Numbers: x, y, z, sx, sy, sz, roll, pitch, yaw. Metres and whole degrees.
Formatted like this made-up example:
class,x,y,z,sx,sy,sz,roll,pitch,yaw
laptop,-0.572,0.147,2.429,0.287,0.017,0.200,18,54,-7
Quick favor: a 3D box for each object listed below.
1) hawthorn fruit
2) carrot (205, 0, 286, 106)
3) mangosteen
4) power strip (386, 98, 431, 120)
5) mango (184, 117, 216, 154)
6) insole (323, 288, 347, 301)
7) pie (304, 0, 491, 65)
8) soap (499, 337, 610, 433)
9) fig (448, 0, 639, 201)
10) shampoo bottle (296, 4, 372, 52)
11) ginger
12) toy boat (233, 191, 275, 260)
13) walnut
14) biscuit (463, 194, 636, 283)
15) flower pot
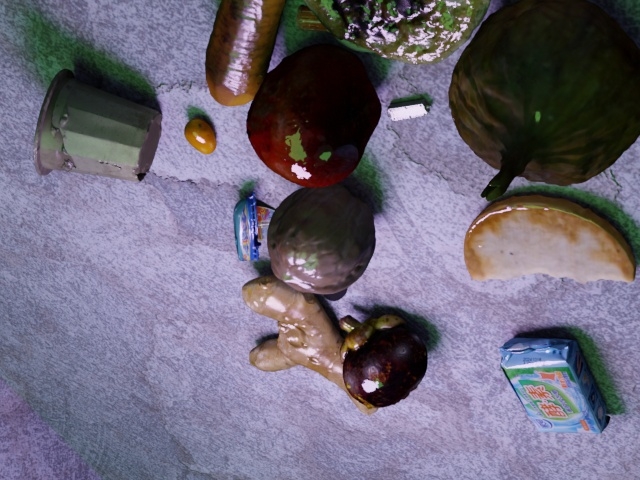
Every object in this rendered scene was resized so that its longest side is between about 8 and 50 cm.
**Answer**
class,x,y,z,sx,sy,sz,roll,pitch,yaw
hawthorn fruit,-0.027,-0.197,1.578,0.210,0.230,0.266,20,166,-33
carrot,-0.120,-0.347,1.541,0.114,0.114,0.302,26,140,3
mangosteen,0.120,0.244,2.027,0.217,0.192,0.192,51,141,4
power strip,0.150,-0.220,1.598,0.083,0.017,0.027,-5,133,35
mango,-0.230,-0.198,1.834,0.060,0.046,0.089,13,153,22
insole,0.037,0.088,2.032,0.053,0.002,0.153,24,142,6
pie,0.088,-0.382,1.344,0.323,0.071,0.323,17,136,17
soap,0.478,0.297,1.942,0.156,0.077,0.293,-7,130,36
fig,0.283,-0.162,1.315,0.286,0.369,0.286,24,140,22
shampoo bottle,0.069,-0.341,1.481,0.220,0.051,0.108,10,142,22
ginger,-0.007,0.228,2.147,0.348,0.122,0.363,16,135,12
toy boat,-0.123,-0.037,1.940,0.110,0.091,0.175,-8,137,-9
walnut,0.000,0.000,1.779,0.224,0.224,0.224,17,141,14
biscuit,0.392,-0.001,1.684,0.308,0.040,0.205,-1,134,31
flower pot,-0.426,-0.199,1.833,0.202,0.212,0.212,18,142,0
